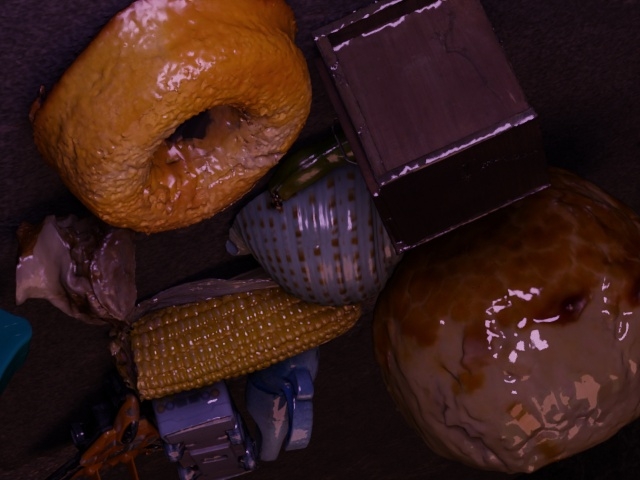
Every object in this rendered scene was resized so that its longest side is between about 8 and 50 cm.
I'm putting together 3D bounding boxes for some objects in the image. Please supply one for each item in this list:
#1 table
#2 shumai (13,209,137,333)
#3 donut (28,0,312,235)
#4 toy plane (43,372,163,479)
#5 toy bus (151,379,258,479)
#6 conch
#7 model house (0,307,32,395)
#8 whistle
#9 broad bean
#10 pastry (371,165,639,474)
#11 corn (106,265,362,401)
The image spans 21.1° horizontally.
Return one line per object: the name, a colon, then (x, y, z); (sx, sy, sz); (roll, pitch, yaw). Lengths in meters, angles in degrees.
table: (0.099, -0.116, 1.596); (0.172, 0.169, 0.193); (-24, 161, 2)
shumai: (-0.241, 0.029, 1.668); (0.116, 0.146, 0.145); (-7, 156, -21)
donut: (-0.121, -0.114, 1.468); (0.253, 0.118, 0.253); (-26, 150, -17)
toy plane: (-0.269, 0.245, 2.244); (0.204, 0.103, 0.316); (-18, 153, -20)
toy bus: (-0.154, 0.233, 2.263); (0.109, 0.136, 0.330); (-14, 160, -2)
conch: (0.006, 0.009, 1.872); (0.200, 0.131, 0.172); (-22, 161, -6)
model house: (-0.371, 0.120, 1.757); (0.148, 0.127, 0.100); (-12, 158, -19)
whistle: (-0.046, 0.163, 2.169); (0.093, 0.180, 0.269); (0, 123, -17)
broad bean: (0.054, -0.104, 1.756); (0.256, 0.053, 0.052); (-25, -162, 9)
pastry: (0.240, 0.083, 2.034); (0.388, 0.313, 0.388); (-22, -166, 5)
corn: (-0.101, 0.098, 2.025); (0.305, 0.122, 0.123); (-18, 176, -7)
